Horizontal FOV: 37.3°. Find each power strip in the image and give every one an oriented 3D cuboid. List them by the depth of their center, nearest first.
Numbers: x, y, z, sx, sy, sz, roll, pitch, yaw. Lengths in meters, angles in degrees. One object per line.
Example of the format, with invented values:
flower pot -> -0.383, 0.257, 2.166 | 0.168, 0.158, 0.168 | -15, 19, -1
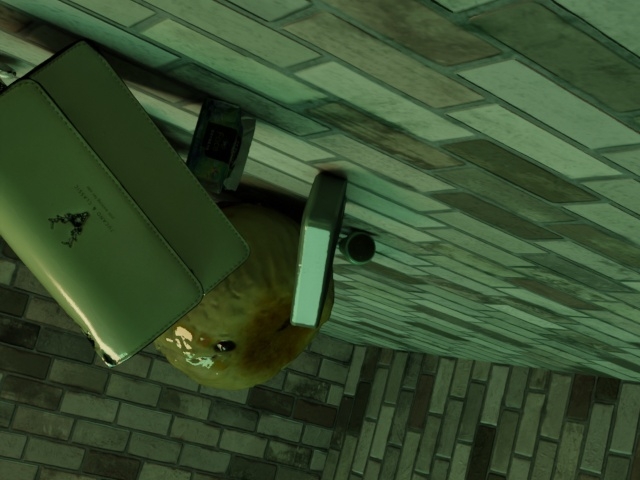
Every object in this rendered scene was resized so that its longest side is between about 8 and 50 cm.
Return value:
power strip -> -0.001, 0.000, 1.587 | 0.059, 0.193, 0.264 | 12, 133, 4

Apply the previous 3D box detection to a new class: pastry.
pastry -> -0.170, 0.091, 1.852 | 0.389, 0.388, 0.312 | 28, -163, -50

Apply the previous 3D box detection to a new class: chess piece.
chess piece -> 0.068, 0.014, 1.908 | 0.067, 0.067, 0.103 | 17, 177, -13

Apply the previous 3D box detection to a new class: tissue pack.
tissue pack -> -0.138, -0.127, 1.315 | 0.079, 0.111, 0.085 | 15, 170, -3

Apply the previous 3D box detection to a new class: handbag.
handbag -> -0.293, -0.045, 1.228 | 0.358, 0.237, 0.160 | 53, 161, -13

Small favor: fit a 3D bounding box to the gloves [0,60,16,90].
gloves -> -0.541, -0.233, 1.372 | 0.212, 0.111, 0.127 | -16, 158, 8
